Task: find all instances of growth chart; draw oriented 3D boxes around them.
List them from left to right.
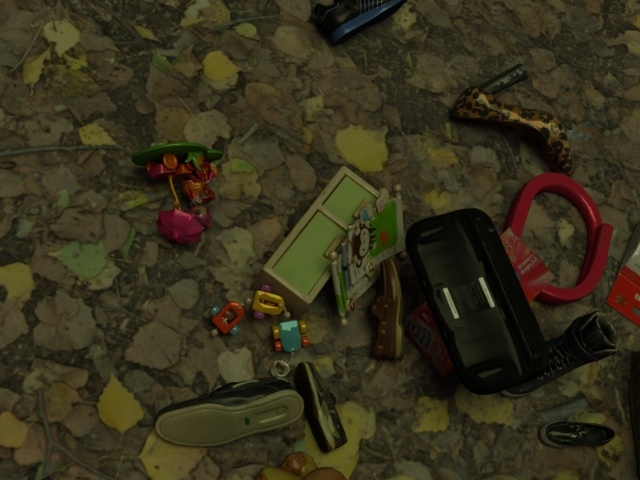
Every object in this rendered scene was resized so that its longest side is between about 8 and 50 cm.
[{"bbox_3d":[0.085,0.017,1.589,0.021,0.172,0.237,13,40,35],"label":"growth chart"}]

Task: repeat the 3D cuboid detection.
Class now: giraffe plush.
[{"bbox_3d":[0.004,0.406,1.355,0.210,0.170,0.181,31,59,-4],"label":"giraffe plush"}]

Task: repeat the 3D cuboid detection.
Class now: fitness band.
[{"bbox_3d":[0.466,-0.005,1.797,0.209,0.054,0.291,27,58,-3],"label":"fitness band"}]

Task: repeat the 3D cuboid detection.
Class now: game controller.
[{"bbox_3d":[0.262,0.096,1.529,0.166,0.067,0.319,-17,72,-10],"label":"game controller"}]

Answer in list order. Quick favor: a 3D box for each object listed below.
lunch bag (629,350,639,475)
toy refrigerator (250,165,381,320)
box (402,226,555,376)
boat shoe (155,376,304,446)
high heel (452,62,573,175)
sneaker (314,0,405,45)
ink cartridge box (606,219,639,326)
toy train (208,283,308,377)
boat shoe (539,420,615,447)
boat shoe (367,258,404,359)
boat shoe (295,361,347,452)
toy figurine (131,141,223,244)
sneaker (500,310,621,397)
[{"bbox_3d":[0.678,0.313,1.613,0.168,0.235,0.287,19,61,-9],"label":"lunch bag"},{"bbox_3d":[0.000,0.000,1.593,0.102,0.094,0.269,38,58,0],"label":"toy refrigerator"},{"bbox_3d":[0.281,0.109,1.628,0.257,0.123,0.128,-37,82,-30],"label":"box"},{"bbox_3d":[-0.147,0.267,1.435,0.233,0.084,0.079,-9,31,-17],"label":"boat shoe"},{"bbox_3d":[0.395,-0.215,1.866,0.186,0.093,0.261,-29,87,-11],"label":"high heel"},{"bbox_3d":[0.091,-0.490,1.868,0.232,0.081,0.090,-34,88,-29],"label":"sneaker"},{"bbox_3d":[0.703,0.082,1.840,0.189,0.066,0.232,35,55,-2],"label":"ink cartridge box"},{"bbox_3d":[-0.101,0.145,1.518,0.166,0.046,0.125,42,83,-8],"label":"toy train"},{"bbox_3d":[0.463,0.346,1.631,0.142,0.040,0.049,5,64,-18],"label":"boat shoe"},{"bbox_3d":[0.112,0.120,1.580,0.060,0.064,0.178,-2,84,-1],"label":"boat shoe"},{"bbox_3d":[0.002,0.270,1.492,0.049,0.056,0.152,-12,80,-30],"label":"boat shoe"},{"bbox_3d":[-0.229,-0.073,1.553,0.173,0.130,0.159,-2,79,-48],"label":"toy figurine"},{"bbox_3d":[0.429,0.201,1.618,0.226,0.163,0.086,-21,76,-26],"label":"sneaker"}]
